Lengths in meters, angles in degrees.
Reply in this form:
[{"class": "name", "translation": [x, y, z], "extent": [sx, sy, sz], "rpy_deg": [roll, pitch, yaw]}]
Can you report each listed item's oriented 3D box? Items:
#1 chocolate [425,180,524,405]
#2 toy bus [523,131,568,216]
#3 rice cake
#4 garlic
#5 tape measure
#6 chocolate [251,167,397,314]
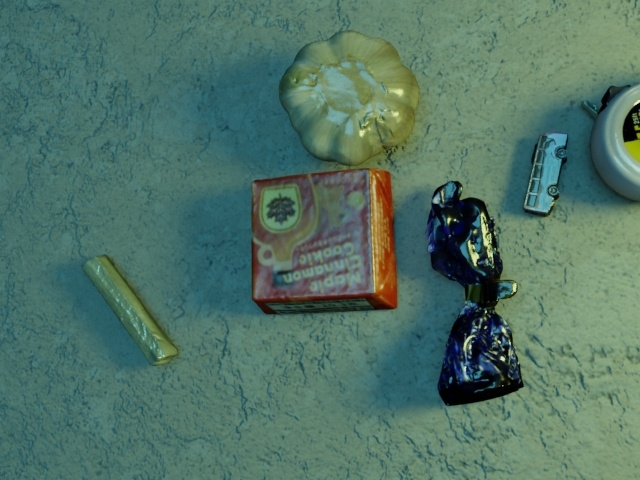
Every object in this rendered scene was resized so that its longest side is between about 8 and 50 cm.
[{"class": "chocolate", "translation": [0.233, 0.069, 0.955], "extent": [0.148, 0.126, 0.344], "rpy_deg": [-26, 60, 50]}, {"class": "toy bus", "translation": [0.350, -0.103, 0.980], "extent": [0.052, 0.037, 0.131], "rpy_deg": [12, 85, 24]}, {"class": "rice cake", "translation": [-0.350, 0.122, 1.150], "extent": [0.256, 0.057, 0.052], "rpy_deg": [48, 113, 19]}, {"class": "garlic", "translation": [0.048, -0.231, 1.036], "extent": [0.227, 0.152, 0.228], "rpy_deg": [0, 78, 1]}, {"class": "tape measure", "translation": [0.483, -0.146, 0.916], "extent": [0.178, 0.105, 0.196], "rpy_deg": [-9, 79, 8]}, {"class": "chocolate", "translation": [0.000, 0.000, 1.035], "extent": [0.237, 0.108, 0.235], "rpy_deg": [-3, 81, 15]}]
